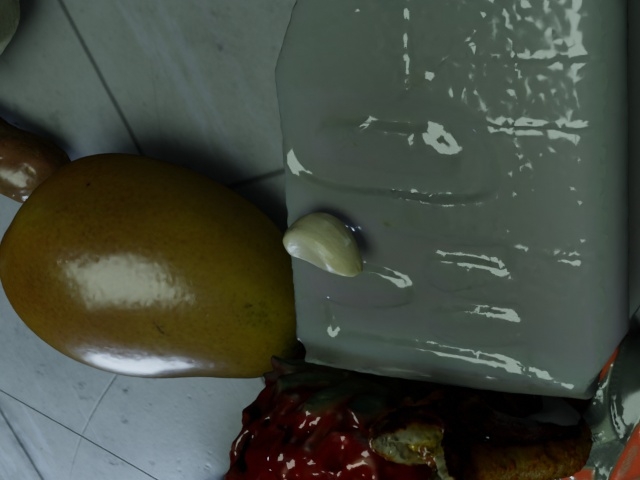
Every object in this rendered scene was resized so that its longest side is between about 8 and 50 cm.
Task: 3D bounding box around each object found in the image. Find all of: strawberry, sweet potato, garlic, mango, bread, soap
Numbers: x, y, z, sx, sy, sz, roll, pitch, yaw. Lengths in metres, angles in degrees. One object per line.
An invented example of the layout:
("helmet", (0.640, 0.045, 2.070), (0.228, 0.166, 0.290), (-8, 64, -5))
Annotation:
("strawberry", (0.043, 0.291, 1.328), (0.295, 0.317, 0.345), (4, 107, 0))
("sweet potato", (-0.428, -0.132, 1.517), (0.292, 0.097, 0.097), (35, 129, 8))
("garlic", (0.000, 0.001, 1.120), (0.083, 0.041, 0.053), (16, 137, 36))
("mango", (-0.183, 0.039, 1.408), (0.378, 0.221, 0.264), (18, 121, 7))
("bread", (0.153, 0.193, 1.159), (0.139, 0.269, 0.095), (34, 121, 35))
("soap", (0.136, -0.090, 1.148), (0.350, 0.213, 0.435), (10, 122, 26))

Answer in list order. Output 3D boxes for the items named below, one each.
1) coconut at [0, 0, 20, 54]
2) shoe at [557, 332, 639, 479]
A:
("coconut", (-0.480, -0.255, 1.376), (0.245, 0.245, 0.247), (46, 124, -3))
("shoe", (0.271, 0.221, 1.319), (0.171, 0.132, 0.336), (32, 127, 15))
